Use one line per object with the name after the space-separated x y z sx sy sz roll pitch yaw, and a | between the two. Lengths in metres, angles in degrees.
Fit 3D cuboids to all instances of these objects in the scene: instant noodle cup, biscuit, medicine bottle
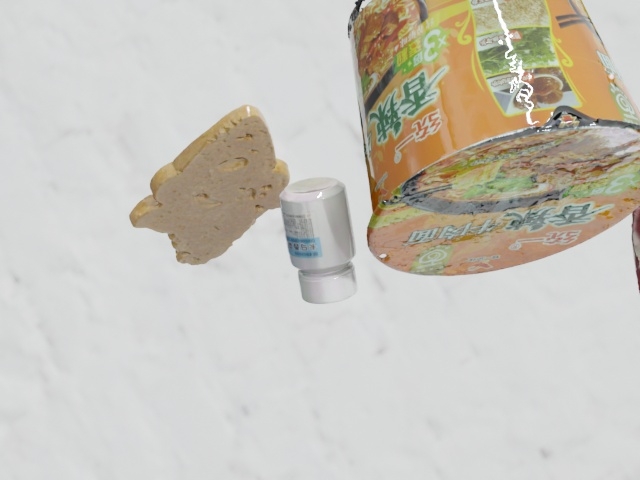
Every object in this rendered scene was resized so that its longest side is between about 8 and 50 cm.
0.125 -0.103 1.410 0.230 0.230 0.182 38 34 -60 | instant noodle cup
-0.102 -0.055 1.876 0.035 0.162 0.250 69 -28 28 | biscuit
0.000 0.000 1.441 0.052 0.052 0.089 -86 167 -71 | medicine bottle

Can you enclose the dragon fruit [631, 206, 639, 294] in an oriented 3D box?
0.360 -0.007 1.712 0.163 0.189 0.262 16 -66 54 | dragon fruit
